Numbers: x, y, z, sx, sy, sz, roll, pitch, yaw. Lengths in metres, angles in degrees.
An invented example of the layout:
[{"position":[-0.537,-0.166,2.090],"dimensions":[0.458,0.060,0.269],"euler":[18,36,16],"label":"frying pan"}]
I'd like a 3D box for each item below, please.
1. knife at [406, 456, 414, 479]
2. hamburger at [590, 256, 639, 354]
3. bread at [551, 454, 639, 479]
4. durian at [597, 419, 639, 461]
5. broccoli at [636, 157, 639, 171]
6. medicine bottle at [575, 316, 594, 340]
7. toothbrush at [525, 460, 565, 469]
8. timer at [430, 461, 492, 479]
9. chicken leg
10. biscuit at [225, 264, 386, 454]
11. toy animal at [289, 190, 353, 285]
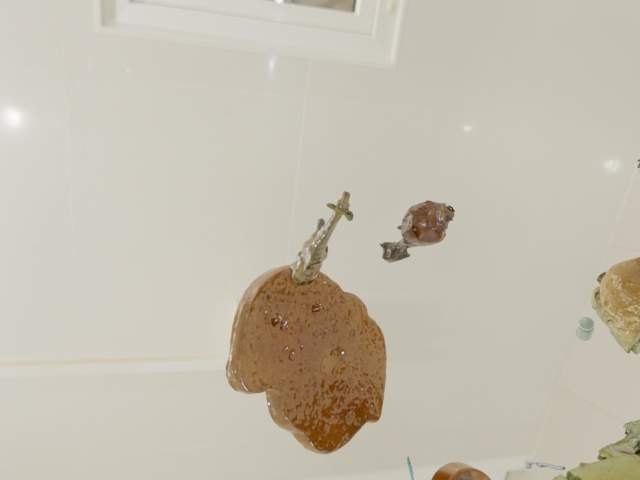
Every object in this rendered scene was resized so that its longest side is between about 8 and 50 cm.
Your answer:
[{"position":[0.253,0.645,1.410],"dimensions":[0.005,0.014,0.091],"euler":[-45,40,34],"label":"knife"},{"position":[0.856,0.144,1.372],"dimensions":[0.209,0.330,0.162],"euler":[41,153,42],"label":"hamburger"},{"position":[0.537,0.512,0.970],"dimensions":[0.124,0.257,0.186],"euler":[-112,17,-69],"label":"bread"},{"position":[0.769,0.489,1.162],"dimensions":[0.172,0.306,0.166],"euler":[-46,54,54],"label":"durian"},{"position":[1.054,-0.181,1.506],"dimensions":[0.194,0.220,0.194],"euler":[16,-90,-75],"label":"broccoli"},{"position":[0.805,0.268,1.546],"dimensions":[0.083,0.047,0.047],"euler":[64,-169,-51],"label":"medicine bottle"},{"position":[0.562,0.567,1.278],"dimensions":[0.193,0.013,0.019],"euler":[106,-173,-68],"label":"toothbrush"},{"position":[0.282,0.469,0.905],"dimensions":[0.152,0.132,0.132],"euler":[125,143,-64],"label":"timer"},{"position":[0.230,-0.005,1.274],"dimensions":[0.304,0.113,0.093],"euler":[119,169,-63],"label":"chicken leg"},{"position":[-0.004,0.250,1.108],"dimensions":[0.078,0.455,0.350],"euler":[-10,39,48],"label":"biscuit"},{"position":[-0.004,0.008,0.902],"dimensions":[0.149,0.054,0.275],"euler":[-61,1,-15],"label":"toy animal"}]
